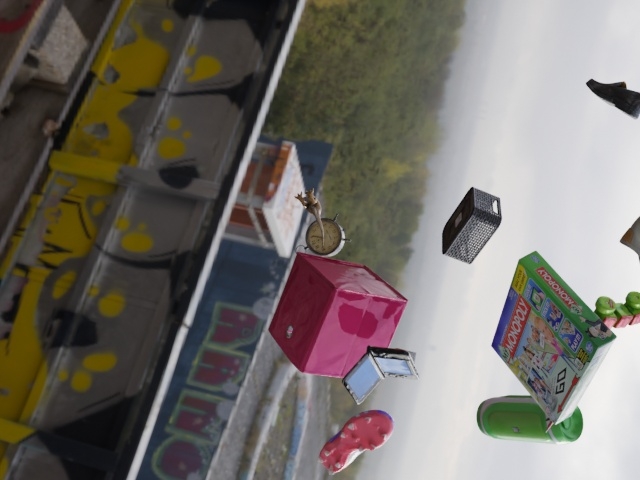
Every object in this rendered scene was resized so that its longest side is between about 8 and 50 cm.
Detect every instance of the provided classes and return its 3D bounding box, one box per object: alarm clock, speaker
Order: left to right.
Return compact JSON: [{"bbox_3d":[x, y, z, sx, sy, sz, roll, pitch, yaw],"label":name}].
[{"bbox_3d":[0.000,0.000,2.404,0.129,0.192,0.064,65,8,14],"label":"alarm clock"},{"bbox_3d":[0.588,0.508,1.996,0.296,0.131,0.131,-17,-129,55],"label":"speaker"}]

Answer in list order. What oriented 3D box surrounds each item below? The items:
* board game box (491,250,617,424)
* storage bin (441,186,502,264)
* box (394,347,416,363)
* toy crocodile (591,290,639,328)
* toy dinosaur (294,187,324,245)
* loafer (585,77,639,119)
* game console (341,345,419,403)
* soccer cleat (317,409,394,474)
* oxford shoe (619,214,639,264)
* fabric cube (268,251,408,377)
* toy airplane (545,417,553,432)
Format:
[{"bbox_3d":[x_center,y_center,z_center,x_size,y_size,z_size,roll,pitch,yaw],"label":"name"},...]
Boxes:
[{"bbox_3d":[0.433,0.194,1.349,0.046,0.213,0.317,-25,145,-16],"label":"board game box"},{"bbox_3d":[0.404,-0.039,1.893,0.122,0.084,0.180,-78,-169,-48],"label":"storage bin"},{"bbox_3d":[0.202,0.313,1.832,0.083,0.062,0.052,7,91,-55],"label":"box"},{"bbox_3d":[1.027,0.255,2.410,0.115,0.341,0.105,101,-26,-43],"label":"toy crocodile"},{"bbox_3d":[-0.017,-0.092,2.053,0.112,0.064,0.211,51,12,-33],"label":"toy dinosaur"},{"bbox_3d":[0.708,-0.351,1.676,0.062,0.170,0.061,16,115,-43],"label":"loafer"},{"bbox_3d":[0.125,0.280,1.425,0.144,0.124,0.085,61,37,-54],"label":"game console"},{"bbox_3d":[0.082,0.415,1.496,0.095,0.083,0.248,-36,168,-50],"label":"soccer cleat"},{"bbox_3d":[0.889,0.132,1.734,0.449,0.130,0.169,57,18,0],"label":"oxford shoe"},{"bbox_3d":[0.043,0.213,1.985,0.254,0.259,0.258,42,-65,55],"label":"fabric cube"},{"bbox_3d":[0.536,0.352,1.540,0.151,0.028,0.151,-38,153,-23],"label":"toy airplane"}]
